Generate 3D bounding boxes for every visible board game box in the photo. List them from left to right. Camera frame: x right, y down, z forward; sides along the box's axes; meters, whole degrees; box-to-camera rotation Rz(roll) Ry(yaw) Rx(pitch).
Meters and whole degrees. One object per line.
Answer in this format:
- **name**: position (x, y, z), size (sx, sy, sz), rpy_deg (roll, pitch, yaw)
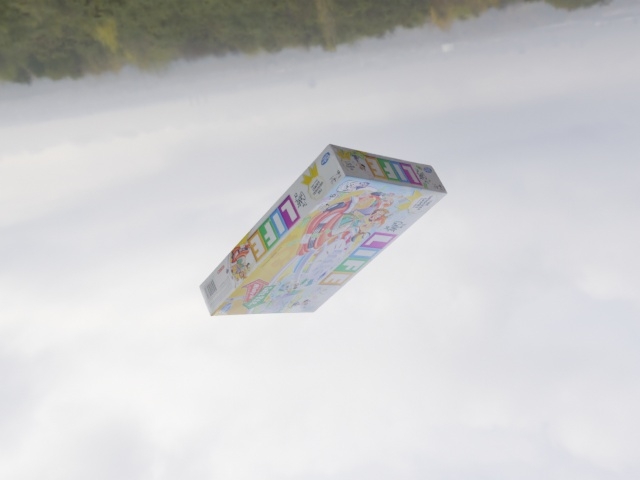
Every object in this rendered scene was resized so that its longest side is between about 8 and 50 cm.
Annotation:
- **board game box**: position (0.000, 0.000, 0.489), size (0.103, 0.026, 0.154), rpy_deg (3, 142, -45)
